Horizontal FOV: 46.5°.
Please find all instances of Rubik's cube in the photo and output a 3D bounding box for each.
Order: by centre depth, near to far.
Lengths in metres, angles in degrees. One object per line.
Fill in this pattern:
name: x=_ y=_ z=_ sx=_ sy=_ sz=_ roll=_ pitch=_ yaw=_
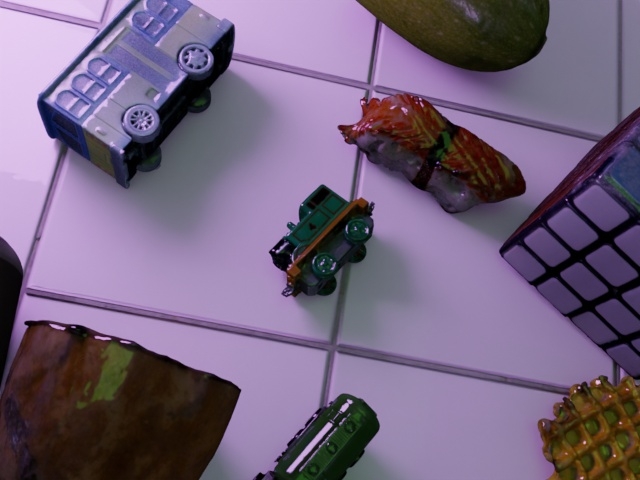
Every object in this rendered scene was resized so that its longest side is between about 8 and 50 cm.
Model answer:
Rubik's cube: x=0.566 y=-0.024 z=1.204 sx=0.337 sy=0.344 sz=0.344 roll=43 pitch=69 yaw=6

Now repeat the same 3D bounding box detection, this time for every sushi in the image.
sushi: x=0.195 y=-0.149 z=1.304 sx=0.332 sy=0.130 sz=0.124 roll=34 pitch=64 yaw=-3

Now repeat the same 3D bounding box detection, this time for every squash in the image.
squash: x=0.259 y=-0.431 z=1.358 sx=0.310 sy=0.310 sz=0.309 roll=-42 pitch=100 yaw=-20

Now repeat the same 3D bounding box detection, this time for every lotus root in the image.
lotus root: x=-0.302 y=0.247 z=0.979 sx=0.316 sy=0.316 sz=0.250 roll=25 pitch=74 yaw=-1

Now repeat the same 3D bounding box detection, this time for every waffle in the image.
waffle: x=0.503 y=0.369 z=1.203 sx=0.329 sy=0.062 sz=0.329 roll=4 pitch=69 yaw=-10

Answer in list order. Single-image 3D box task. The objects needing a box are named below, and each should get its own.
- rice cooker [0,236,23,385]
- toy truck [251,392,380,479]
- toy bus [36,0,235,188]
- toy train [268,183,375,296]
rice cooker: x=-0.576 y=0.133 z=0.958 sx=0.335 sy=0.335 sz=0.325 roll=7 pitch=70 yaw=-8
toy truck: x=-0.014 y=0.333 z=1.090 sx=0.101 sy=0.125 sz=0.242 roll=43 pitch=70 yaw=5
toy bus: x=-0.295 y=-0.264 z=1.236 sx=0.190 sy=0.152 sz=0.312 roll=34 pitch=69 yaw=3
toy train: x=0.000 y=0.000 z=1.232 sx=0.136 sy=0.091 sz=0.228 roll=41 pitch=70 yaw=17
